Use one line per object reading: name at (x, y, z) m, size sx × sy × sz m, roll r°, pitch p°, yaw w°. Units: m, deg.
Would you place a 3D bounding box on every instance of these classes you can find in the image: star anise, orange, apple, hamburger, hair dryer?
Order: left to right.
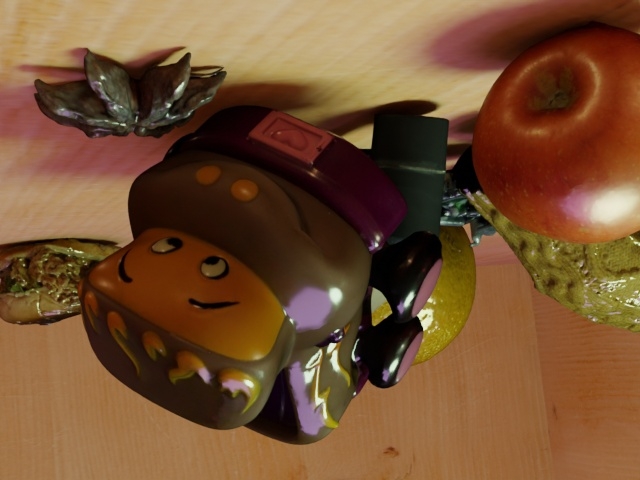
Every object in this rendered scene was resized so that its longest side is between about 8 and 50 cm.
hamburger at (-0.461, 0.072, 1.507) m, size 0.243 × 0.146 × 0.286 m, roll -10°, pitch 176°, yaw -32°
star anise at (-0.139, -0.098, 0.602) m, size 0.141 × 0.042 × 0.141 m, roll -5°, pitch 173°, yaw -1°
hair dryer at (0.035, -0.064, 0.840) m, size 0.072 × 0.124 × 0.219 m, roll 2°, pitch -173°, yaw -39°
orange at (0.093, 0.053, 1.216) m, size 0.274 × 0.274 × 0.274 m, roll -6°, pitch 174°, yaw -1°
apple at (0.188, -0.075, 0.600) m, size 0.163 × 0.163 × 0.139 m, roll -10°, pitch 159°, yaw 33°

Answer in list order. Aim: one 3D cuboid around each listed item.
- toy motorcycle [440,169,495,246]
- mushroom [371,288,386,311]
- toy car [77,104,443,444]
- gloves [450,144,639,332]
toy motorcycle at (0.204, -0.054, 1.071) m, size 0.271 × 0.106 × 0.159 m, roll -6°, pitch 170°, yaw -40°
mushroom at (0.000, 0.000, 0.971) m, size 0.204 × 0.204 × 0.204 m, roll -6°, pitch 174°, yaw -1°
toy car at (-0.065, 0.066, 0.731) m, size 0.271 × 0.240 × 0.340 m, roll 25°, pitch 144°, yaw 19°
gloves at (0.296, 0.003, 0.903) m, size 0.357 × 0.155 × 0.203 m, roll 27°, pitch 175°, yaw -18°
